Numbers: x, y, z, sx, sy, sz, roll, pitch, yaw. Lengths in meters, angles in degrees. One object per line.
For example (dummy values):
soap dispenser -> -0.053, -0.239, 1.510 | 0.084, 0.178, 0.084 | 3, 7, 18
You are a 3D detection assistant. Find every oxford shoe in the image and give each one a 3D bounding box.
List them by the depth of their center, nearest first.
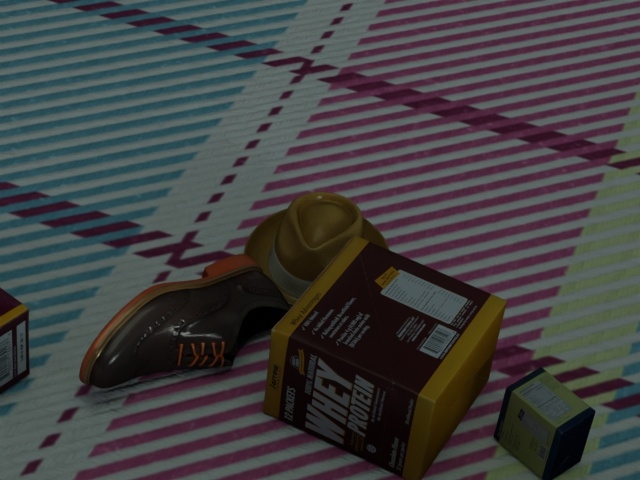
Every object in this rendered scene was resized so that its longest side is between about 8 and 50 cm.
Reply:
oxford shoe -> -0.146, 0.102, 1.900 | 0.271, 0.097, 0.098 | -29, 58, -35

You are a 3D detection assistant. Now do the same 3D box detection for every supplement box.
supplement box -> 0.242, 0.200, 1.851 | 0.056, 0.083, 0.083 | -25, 51, -34
supplement box -> -0.410, 0.083, 1.870 | 0.188, 0.104, 0.081 | 32, 45, 26
supplement box -> 0.070, 0.127, 1.874 | 0.194, 0.129, 0.191 | 23, 43, 18

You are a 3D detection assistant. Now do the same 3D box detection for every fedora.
fedora -> 0.000, 0.000, 2.052 | 0.194, 0.079, 0.194 | 4, 41, -4
